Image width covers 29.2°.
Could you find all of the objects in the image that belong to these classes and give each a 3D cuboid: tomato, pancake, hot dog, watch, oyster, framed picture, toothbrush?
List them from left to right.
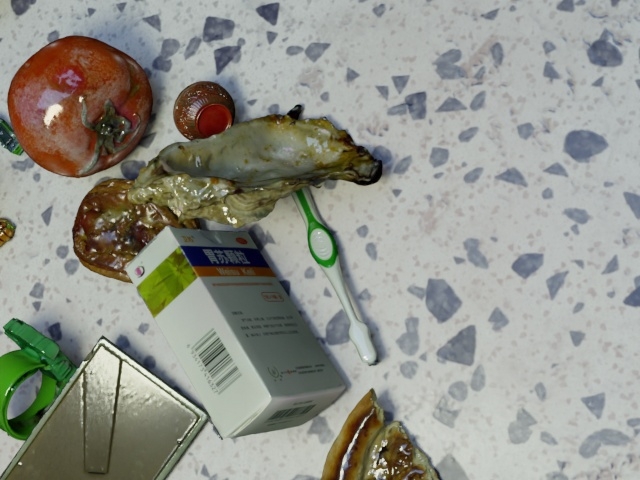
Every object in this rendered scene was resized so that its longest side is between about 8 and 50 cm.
[{"bbox_3d":[-0.565,0.005,2.060,0.122,0.037,0.049,-40,66,8],"label":"hot dog"},{"bbox_3d":[-0.467,0.220,1.913,0.131,0.165,0.152,26,71,36],"label":"watch"},{"bbox_3d":[-0.388,-0.215,1.942,0.189,0.232,0.232,33,93,36],"label":"tomato"},{"bbox_3d":[-0.336,0.321,1.884,0.211,0.020,0.289,36,94,3],"label":"framed picture"},{"bbox_3d":[-0.297,-0.011,1.931,0.227,0.099,0.160,8,82,25],"label":"hot dog"},{"bbox_3d":[-0.093,-0.089,1.787,0.221,0.361,0.096,30,133,47],"label":"oyster"},{"bbox_3d":[-0.001,-0.001,1.845,0.042,0.040,0.417,-25,71,5],"label":"toothbrush"},{"bbox_3d":[0.067,0.371,1.738,0.212,0.056,0.257,-37,69,11],"label":"pancake"}]

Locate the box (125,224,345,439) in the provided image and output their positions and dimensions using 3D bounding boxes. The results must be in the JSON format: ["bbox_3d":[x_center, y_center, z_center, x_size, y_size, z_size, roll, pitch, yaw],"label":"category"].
[{"bbox_3d":[-0.121,0.127,1.772,0.106,0.200,0.299,-41,68,23],"label":"box"}]

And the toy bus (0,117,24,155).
[{"bbox_3d":[-0.533,-0.180,2.084,0.083,0.037,0.031,44,97,23],"label":"toy bus"}]

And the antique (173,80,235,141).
[{"bbox_3d":[-0.183,-0.201,1.922,0.104,0.104,0.104,-4,78,20],"label":"antique"}]
